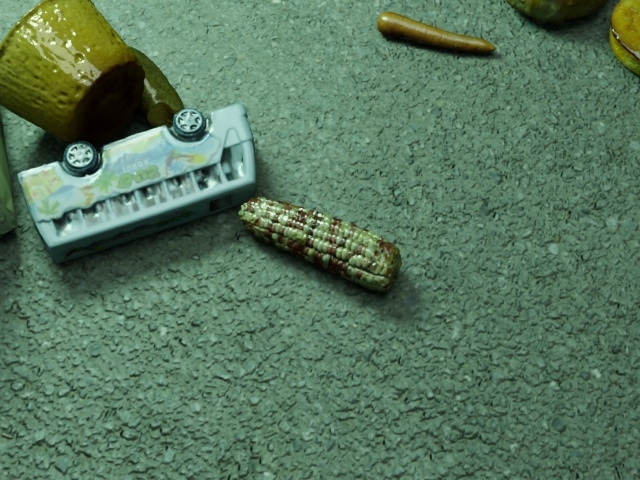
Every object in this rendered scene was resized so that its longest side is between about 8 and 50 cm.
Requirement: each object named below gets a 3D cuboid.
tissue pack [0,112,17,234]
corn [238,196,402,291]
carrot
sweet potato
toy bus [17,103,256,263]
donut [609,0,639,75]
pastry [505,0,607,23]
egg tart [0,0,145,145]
[{"bbox_3d":[-0.567,-0.206,1.537,0.207,0.297,0.380,-17,63,4],"label":"tissue pack"},{"bbox_3d":[0.000,0.000,1.564,0.237,0.079,0.079,21,62,16],"label":"corn"},{"bbox_3d":[0.179,-0.315,1.766,0.190,0.037,0.037,17,62,5],"label":"carrot"},{"bbox_3d":[-0.291,-0.255,1.701,0.077,0.077,0.243,-39,71,-20],"label":"sweet potato"},{"bbox_3d":[-0.243,-0.082,1.590,0.329,0.109,0.136,-19,72,-11],"label":"toy bus"},{"bbox_3d":[0.513,-0.310,1.750,0.152,0.058,0.152,0,61,-1],"label":"donut"},{"bbox_3d":[0.375,-0.441,1.800,0.229,0.100,0.218,-11,57,-1],"label":"pastry"},{"bbox_3d":[-0.340,-0.231,1.589,0.147,0.202,0.202,37,66,17],"label":"egg tart"}]
